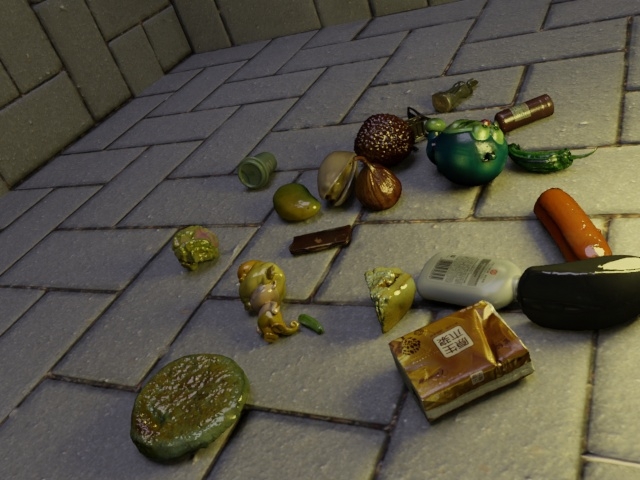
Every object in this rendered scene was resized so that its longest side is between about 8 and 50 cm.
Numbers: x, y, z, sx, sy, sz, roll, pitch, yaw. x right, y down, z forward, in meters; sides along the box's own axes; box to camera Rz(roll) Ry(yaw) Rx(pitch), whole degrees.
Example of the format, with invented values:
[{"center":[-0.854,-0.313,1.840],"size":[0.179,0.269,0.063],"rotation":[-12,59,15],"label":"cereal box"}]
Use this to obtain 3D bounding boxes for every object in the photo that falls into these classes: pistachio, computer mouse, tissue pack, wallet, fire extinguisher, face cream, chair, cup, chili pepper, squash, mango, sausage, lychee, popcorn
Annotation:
[{"center":[0.054,-0.195,1.915],"size":[0.152,0.126,0.223],"rotation":[-42,21,44],"label":"pistachio"},{"center":[0.518,0.106,1.186],"size":[0.269,0.138,0.086],"rotation":[-10,26,15],"label":"computer mouse"},{"center":[0.267,0.227,1.194],"size":[0.226,0.092,0.183],"rotation":[-25,33,-3],"label":"tissue pack"},{"center":[0.000,0.000,1.750],"size":[0.176,0.026,0.095],"rotation":[-11,27,14],"label":"wallet"},{"center":[0.615,-0.375,1.930],"size":[0.231,0.071,0.099],"rotation":[-23,59,-1],"label":"fire extinguisher"},{"center":[0.362,0.091,1.359],"size":[0.291,0.071,0.144],"rotation":[6,43,38],"label":"face cream"},{"center":[0.308,-0.385,2.102],"size":[0.101,0.084,0.212],"rotation":[-23,32,-12],"label":"chair"},{"center":[-0.218,-0.253,2.188],"size":[0.119,0.120,0.141],"rotation":[-5,22,24],"label":"cup"},{"center":[0.609,-0.228,1.705],"size":[0.122,0.065,0.278],"rotation":[-39,32,-20],"label":"chili pepper"},{"center":[-0.022,0.196,1.468],"size":[0.027,0.027,0.089],"rotation":[-39,38,-27],"label":"squash"},{"center":[-0.082,-0.118,1.918],"size":[0.122,0.086,0.191],"rotation":[-25,31,-12],"label":"mango"},{"center":[0.568,-0.025,1.399],"size":[0.102,0.102,0.330],"rotation":[-16,31,8],"label":"sausage"},{"center":[0.209,-0.313,1.972],"size":[0.188,0.188,0.188],"rotation":[-15,32,10],"label":"lychee"},{"center":[-0.374,0.018,1.843],"size":[0.126,0.126,0.145],"rotation":[-23,9,37],"label":"popcorn"}]

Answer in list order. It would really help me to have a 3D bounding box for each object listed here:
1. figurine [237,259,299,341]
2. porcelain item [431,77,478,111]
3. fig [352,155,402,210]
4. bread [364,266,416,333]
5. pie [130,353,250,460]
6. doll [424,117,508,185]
[{"center":[-0.135,0.141,1.538],"size":[0.156,0.131,0.246],"rotation":[-51,38,29],"label":"figurine"},{"center":[0.503,-0.539,2.246],"size":[0.215,0.069,0.081],"rotation":[-33,29,-28],"label":"porcelain item"},{"center":[0.147,-0.187,1.790],"size":[0.134,0.201,0.146],"rotation":[-47,33,-21],"label":"fig"},{"center":[0.166,0.127,1.402],"size":[0.110,0.103,0.156],"rotation":[-12,39,0],"label":"bread"},{"center":[-0.280,0.353,1.342],"size":[0.276,0.079,0.277],"rotation":[-10,35,7],"label":"pie"},{"center":[0.410,-0.253,1.754],"size":[0.198,0.186,0.322],"rotation":[7,10,-12],"label":"doll"}]
